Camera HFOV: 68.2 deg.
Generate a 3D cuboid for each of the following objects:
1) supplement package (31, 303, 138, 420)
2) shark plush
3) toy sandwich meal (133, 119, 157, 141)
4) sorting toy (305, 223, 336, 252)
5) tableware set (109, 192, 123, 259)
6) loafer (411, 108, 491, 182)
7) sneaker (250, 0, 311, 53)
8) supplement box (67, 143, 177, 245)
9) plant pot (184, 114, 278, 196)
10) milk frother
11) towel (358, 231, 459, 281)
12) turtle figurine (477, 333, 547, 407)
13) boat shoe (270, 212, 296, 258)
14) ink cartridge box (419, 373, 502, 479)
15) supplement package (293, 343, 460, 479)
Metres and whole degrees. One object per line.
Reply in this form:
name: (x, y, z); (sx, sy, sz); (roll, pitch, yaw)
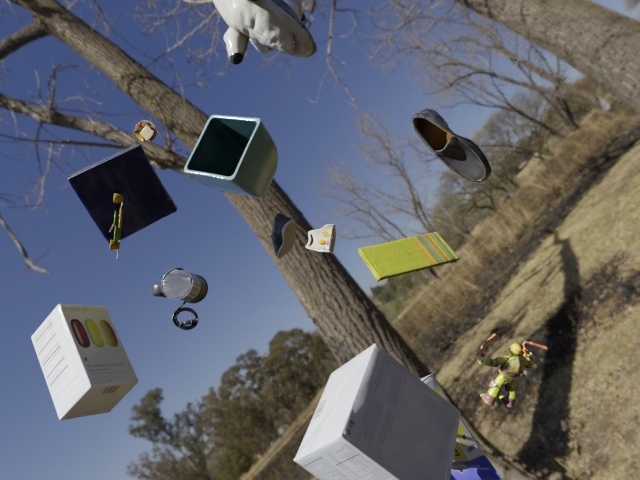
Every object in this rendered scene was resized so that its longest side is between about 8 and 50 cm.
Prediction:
supplement package: (-0.587, 0.293, 1.173); (0.134, 0.244, 0.139); (-45, -27, 15)
shark plush: (-0.065, -0.220, 0.428); (0.067, 0.161, 0.073); (-15, -35, -30)
toy sandwich meal: (-0.635, -0.395, 1.710); (0.085, 0.085, 0.029); (-45, -2, 7)
sorting toy: (0.000, 0.000, 1.269); (0.044, 0.075, 0.083); (72, -155, -61)
tableware set: (-0.457, -0.041, 1.055); (0.024, 0.154, 0.104); (6, -41, -24)
loafer: (0.222, -0.161, 0.825); (0.061, 0.170, 0.062); (-29, -21, -55)
sneaker: (-0.183, -0.783, 1.496); (0.211, 0.137, 0.365); (-14, -37, 21)
supplement box: (-0.557, -0.141, 1.328); (0.195, 0.194, 0.357); (-31, 21, -17)
plant pot: (-0.297, -0.287, 1.764); (0.252, 0.247, 0.247); (42, -115, -55)
milk frother: (-0.371, 0.161, 1.279); (0.129, 0.143, 0.134); (-29, -12, -2)
towel: (0.212, 0.036, 1.132); (0.238, 0.102, 0.021); (-11, -42, -26)
turtle figurine: (0.590, 0.404, 1.455); (0.270, 0.087, 0.217); (6, -76, -26)
boat shoe: (-0.127, -0.015, 1.553); (0.075, 0.065, 0.206); (-38, -20, -30)
ink cartridge box: (0.308, 0.553, 1.338); (0.072, 0.307, 0.303); (-22, -16, -30)
supplement package: (0.102, 0.333, 0.811); (0.149, 0.203, 0.194); (-47, 7, 41)
